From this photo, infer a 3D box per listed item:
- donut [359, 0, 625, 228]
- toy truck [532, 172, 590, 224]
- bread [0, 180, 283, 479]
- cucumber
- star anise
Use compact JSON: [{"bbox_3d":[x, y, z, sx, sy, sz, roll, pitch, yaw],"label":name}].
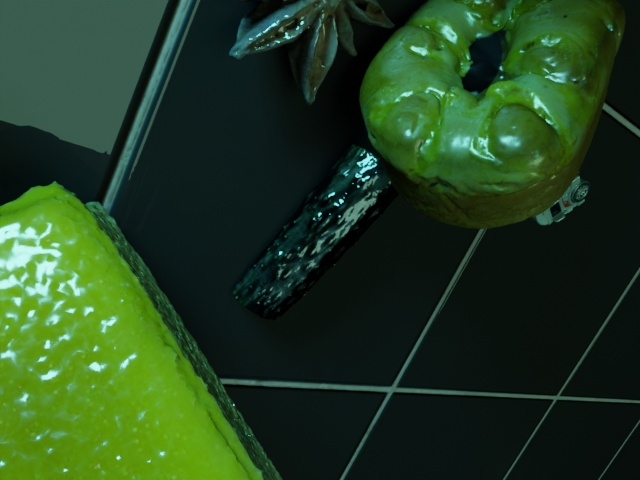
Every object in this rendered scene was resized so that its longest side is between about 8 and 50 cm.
[{"bbox_3d":[0.154,-0.135,0.549,0.261,0.209,0.128,-54,148,-23],"label":"donut"},{"bbox_3d":[0.264,-0.089,0.743,0.115,0.080,0.177,-40,131,-1],"label":"toy truck"},{"bbox_3d":[-0.222,0.169,0.407,0.324,0.333,0.143,-32,171,-16],"label":"bread"},{"bbox_3d":[0.002,0.002,0.629,0.211,0.062,0.078,-52,133,3],"label":"cucumber"},{"bbox_3d":[-0.003,-0.214,0.498,0.182,0.065,0.195,-10,118,-35],"label":"star anise"}]
